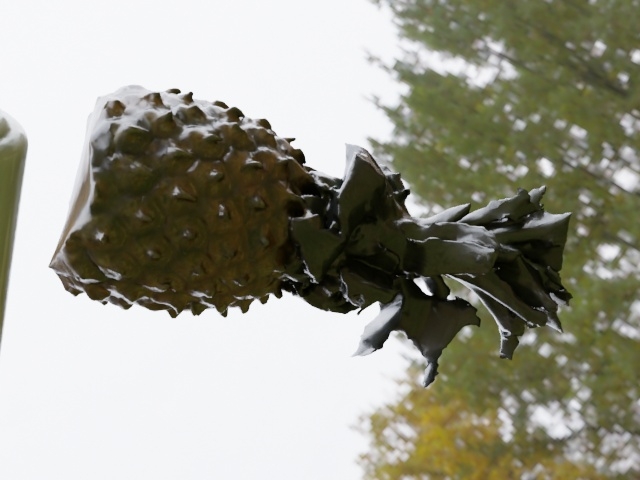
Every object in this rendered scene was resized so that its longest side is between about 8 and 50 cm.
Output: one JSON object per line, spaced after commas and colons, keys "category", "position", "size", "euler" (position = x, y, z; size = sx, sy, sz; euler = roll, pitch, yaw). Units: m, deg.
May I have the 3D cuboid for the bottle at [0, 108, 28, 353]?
{"category": "bottle", "position": [-0.220, -0.005, 0.758], "size": [0.104, 0.104, 0.245], "euler": [-7, -59, -37]}

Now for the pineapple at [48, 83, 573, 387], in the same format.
{"category": "pineapple", "position": [0.000, 0.000, 0.663], "size": [0.251, 0.125, 0.125], "euler": [10, -64, -7]}
